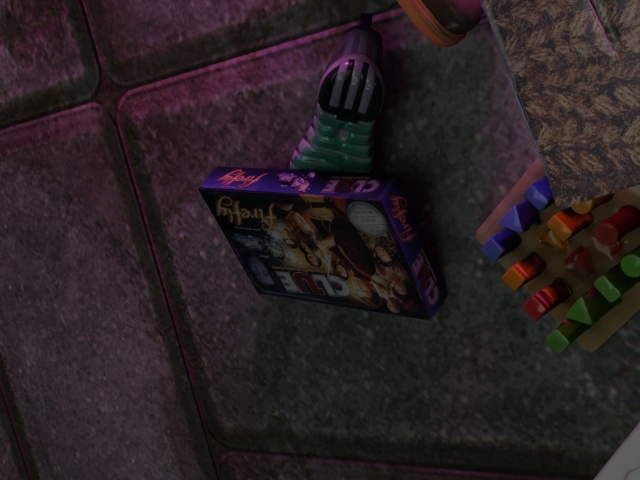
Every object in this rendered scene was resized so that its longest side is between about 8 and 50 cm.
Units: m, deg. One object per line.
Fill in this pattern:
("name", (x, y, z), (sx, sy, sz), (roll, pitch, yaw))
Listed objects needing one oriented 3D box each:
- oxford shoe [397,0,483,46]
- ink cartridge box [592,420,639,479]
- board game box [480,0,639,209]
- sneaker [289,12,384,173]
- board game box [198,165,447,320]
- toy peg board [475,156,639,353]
("oxford shoe", (0.099, -0.349, 0.814), (0.132, 0.130, 0.364), (-6, 103, 35))
("ink cartridge box", (0.311, 0.140, 0.719), (0.115, 0.273, 0.198), (39, 128, 22))
("board game box", (0.238, -0.181, 0.647), (0.141, 0.291, 0.232), (-20, 94, 43))
("sneaker", (0.026, -0.127, 1.008), (0.083, 0.098, 0.224), (17, 144, -5))
("board game box", (0.000, 0.000, 1.039), (0.243, 0.042, 0.165), (5, 135, 39))
("toy peg board", (0.224, 0.007, 0.873), (0.161, 0.079, 0.161), (47, 130, 16))
